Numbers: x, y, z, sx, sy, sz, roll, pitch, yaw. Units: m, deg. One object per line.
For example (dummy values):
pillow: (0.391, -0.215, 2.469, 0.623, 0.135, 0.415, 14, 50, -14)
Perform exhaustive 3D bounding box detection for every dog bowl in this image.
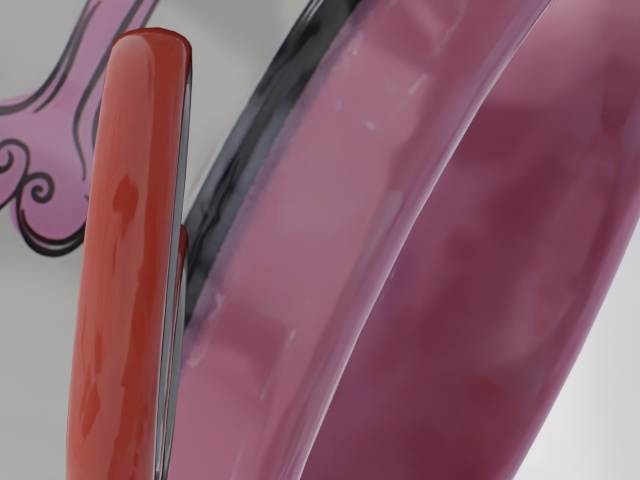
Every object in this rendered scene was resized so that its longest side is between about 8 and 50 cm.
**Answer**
dog bowl: (0.000, 0.000, 0.649, 0.408, 0.150, 0.408, -51, 158, -30)

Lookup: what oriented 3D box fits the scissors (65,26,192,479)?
scissors: (-0.044, 0.101, 0.322, 0.109, 0.021, 0.297, 101, -6, -59)
